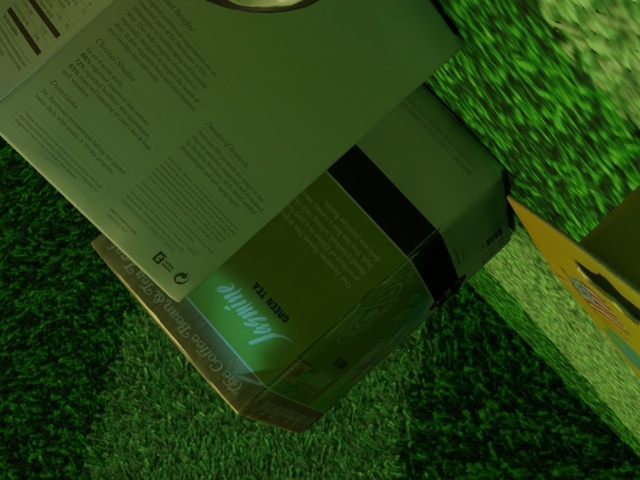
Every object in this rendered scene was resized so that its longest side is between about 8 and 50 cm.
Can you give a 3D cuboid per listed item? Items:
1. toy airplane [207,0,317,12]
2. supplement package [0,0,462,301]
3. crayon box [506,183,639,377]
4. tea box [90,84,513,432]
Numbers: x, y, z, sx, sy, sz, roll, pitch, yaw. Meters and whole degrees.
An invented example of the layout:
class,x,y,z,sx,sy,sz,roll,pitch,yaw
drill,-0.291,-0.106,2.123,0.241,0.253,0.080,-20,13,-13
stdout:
class,x,y,z,sx,sy,sz,roll,pitch,yaw
toy airplane,-0.193,-0.189,0.573,0.386,0.272,0.384,-60,-44,-45
supplement package,-0.089,-0.144,0.992,0.199,0.262,0.198,48,-179,-36
crayon box,0.244,0.092,0.737,0.318,0.081,0.202,48,180,-28
tea box,0.000,0.000,1.424,0.220,0.323,0.329,48,-179,14
